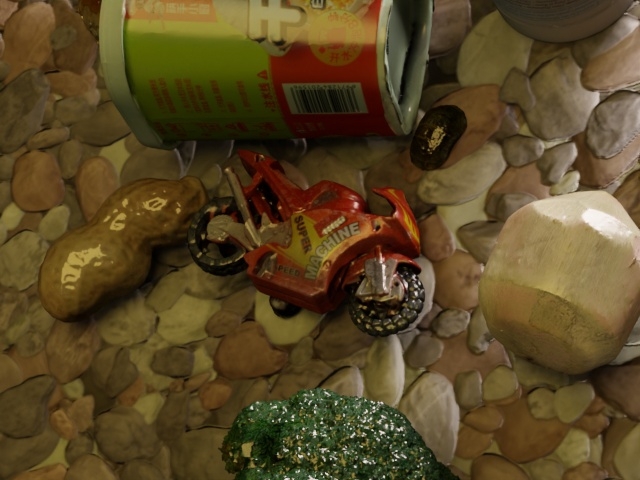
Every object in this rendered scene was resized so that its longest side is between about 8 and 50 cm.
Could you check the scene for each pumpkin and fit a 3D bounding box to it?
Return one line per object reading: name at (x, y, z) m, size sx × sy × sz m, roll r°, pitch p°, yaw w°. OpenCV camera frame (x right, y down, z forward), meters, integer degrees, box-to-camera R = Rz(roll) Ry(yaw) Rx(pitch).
pumpkin at (0.127, -0.117, 1.924) m, size 0.050 × 0.028 × 0.083 m, roll 21°, pitch 80°, yaw 26°

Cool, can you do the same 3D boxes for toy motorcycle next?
toy motorcycle at (-0.001, 0.001, 1.885) m, size 0.298 × 0.089 × 0.171 m, roll 21°, pitch 75°, yaw 28°

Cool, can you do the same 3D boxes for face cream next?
face cream at (0.253, -0.326, 1.896) m, size 0.177 × 0.153 × 0.177 m, roll -8°, pitch 64°, yaw 17°

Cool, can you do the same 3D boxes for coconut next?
coconut at (0.250, 0.035, 1.731) m, size 0.171 × 0.171 × 0.183 m, roll 19°, pitch 66°, yaw 27°

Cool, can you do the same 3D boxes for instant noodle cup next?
instant noodle cup at (-0.047, -0.233, 1.923) m, size 0.308 × 0.294 × 0.294 m, roll 5°, pitch 69°, yaw 15°

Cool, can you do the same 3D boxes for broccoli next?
broccoli at (0.000, 0.278, 1.698) m, size 0.254 × 0.269 × 0.269 m, roll 31°, pitch 81°, yaw 34°

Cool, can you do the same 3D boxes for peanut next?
peanut at (-0.224, 0.003, 1.974) m, size 0.228 × 0.085 × 0.104 m, roll -42°, pitch 69°, yaw -2°

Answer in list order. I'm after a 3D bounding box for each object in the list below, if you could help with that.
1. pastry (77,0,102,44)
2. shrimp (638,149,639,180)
pastry at (-0.226, -0.302, 2.110) m, size 0.153 × 0.081 × 0.153 m, roll -10°, pitch 69°, yaw 26°
shrimp at (0.437, -0.119, 1.794) m, size 0.253 × 0.058 × 0.173 m, roll -42°, pitch 51°, yaw 1°
